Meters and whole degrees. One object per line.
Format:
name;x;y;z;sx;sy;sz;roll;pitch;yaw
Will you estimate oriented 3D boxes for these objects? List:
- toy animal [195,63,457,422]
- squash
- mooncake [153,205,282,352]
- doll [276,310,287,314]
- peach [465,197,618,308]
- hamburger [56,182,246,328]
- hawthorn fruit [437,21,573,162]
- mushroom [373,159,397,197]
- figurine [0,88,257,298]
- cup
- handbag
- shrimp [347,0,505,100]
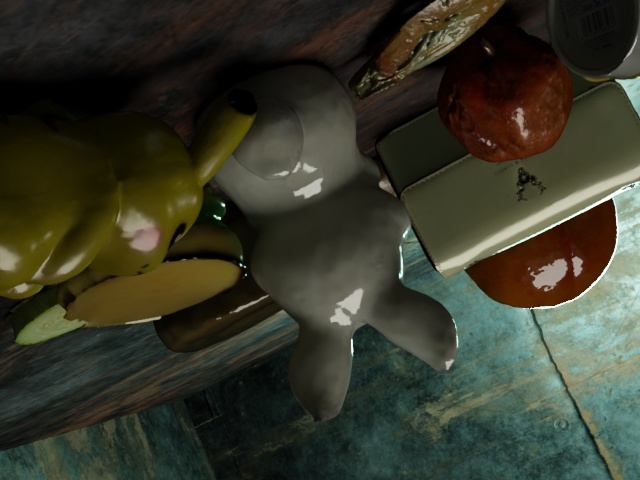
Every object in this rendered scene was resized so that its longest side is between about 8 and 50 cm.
toy animal;0.000;-0.003;1.019;0.196;0.367;0.241;-24;-179;9
squash;-0.386;0.102;1.479;0.219;0.041;0.219;-24;170;-5
mooncake;-0.142;0.056;1.478;0.291;0.161;0.290;-26;170;-5
doll;-0.152;0.103;1.820;0.278;0.119;0.154;-11;177;-30
peach;0.437;-0.031;1.926;0.343;0.342;0.301;-23;152;-8
hamburger;-0.210;0.001;1.104;0.237;0.148;0.237;-17;162;-6
hawthorn fruit;0.228;-0.178;1.148;0.174;0.173;0.179;-24;-178;-3
mushroom;0.087;-0.077;1.587;0.094;0.072;0.210;-15;169;-3
figurine;-0.230;-0.041;0.830;0.218;0.169;0.327;-14;178;45
cup;0.380;-0.257;1.082;0.226;0.185;0.241;-13;159;-27
handbag;0.292;-0.121;1.392;0.359;0.236;0.160;-27;171;12
shrimp;0.107;-0.223;0.999;0.217;0.051;0.115;-31;161;33
